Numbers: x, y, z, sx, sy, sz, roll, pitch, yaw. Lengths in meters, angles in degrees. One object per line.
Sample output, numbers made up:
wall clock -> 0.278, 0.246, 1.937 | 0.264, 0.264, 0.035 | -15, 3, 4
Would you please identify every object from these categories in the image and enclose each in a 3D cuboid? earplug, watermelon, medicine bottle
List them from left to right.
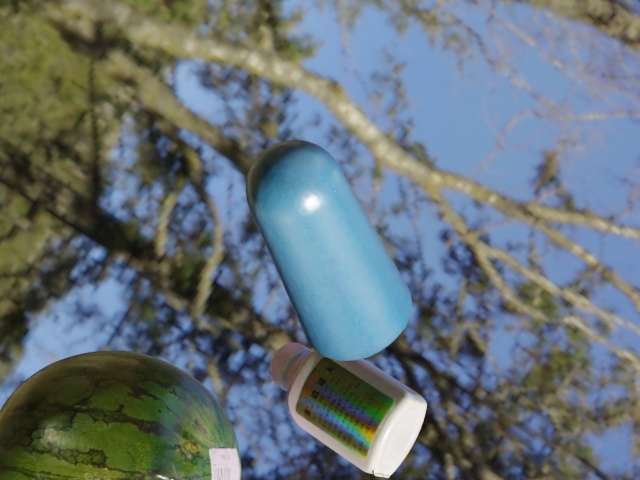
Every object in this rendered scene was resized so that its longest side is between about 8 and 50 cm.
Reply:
watermelon -> -0.292, 0.316, 1.957 | 0.363, 0.363, 0.363 | -44, -155, 26
earplug -> 0.000, 0.000, 1.534 | 0.132, 0.273, 0.132 | -13, -134, 14
medicine bottle -> 0.027, 0.204, 1.802 | 0.219, 0.078, 0.115 | 30, -84, 38
